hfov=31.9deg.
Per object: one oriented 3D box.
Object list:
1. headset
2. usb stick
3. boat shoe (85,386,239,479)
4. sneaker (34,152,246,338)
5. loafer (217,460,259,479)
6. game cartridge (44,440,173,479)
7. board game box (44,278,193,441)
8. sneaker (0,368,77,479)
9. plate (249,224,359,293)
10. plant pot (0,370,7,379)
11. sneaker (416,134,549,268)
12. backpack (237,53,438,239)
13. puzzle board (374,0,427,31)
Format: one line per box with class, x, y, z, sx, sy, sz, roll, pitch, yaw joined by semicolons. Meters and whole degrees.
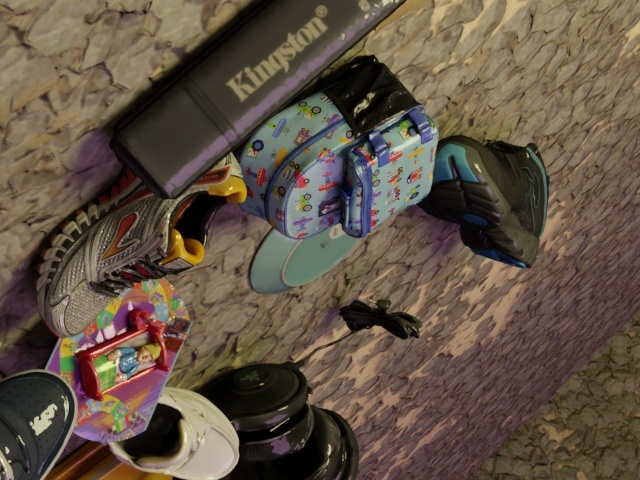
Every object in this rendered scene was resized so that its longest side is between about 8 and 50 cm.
headset;-0.024;0.242;1.390;0.394;0.185;0.243;-60;137;-24
usb stick;-0.046;-0.143;0.897;0.278;0.077;0.045;-41;-174;-5
boat shoe;-0.168;0.202;1.155;0.098;0.096;0.277;-51;136;1
sneaker;-0.154;0.002;0.946;0.225;0.092;0.088;-47;156;12
loafer;-0.150;0.370;1.468;0.302;0.109;0.095;-22;155;-49
game cartridge;-0.276;0.340;1.397;0.285;0.052;0.323;-36;159;-15
board game box;-0.179;0.106;1.039;0.133;0.033;0.168;36;70;-41
sneaker;-0.290;0.188;0.846;0.282;0.099;0.153;-38;180;-29
plate;0.000;0.000;1.277;0.188;0.024;0.188;-34;155;-18
plant pot;-0.355;0.228;0.996;0.237;0.110;0.237;-34;155;-18
sneaker;0.208;-0.076;1.406;0.139;0.125;0.341;-69;156;-8
backpack;0.010;-0.069;1.060;0.173;0.117;0.158;-30;153;-22
puzzle board;0.098;-0.253;1.014;0.128;0.011;0.096;-35;154;-20
